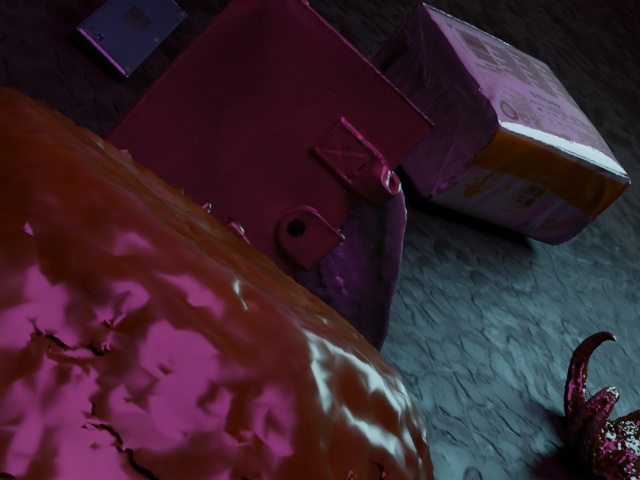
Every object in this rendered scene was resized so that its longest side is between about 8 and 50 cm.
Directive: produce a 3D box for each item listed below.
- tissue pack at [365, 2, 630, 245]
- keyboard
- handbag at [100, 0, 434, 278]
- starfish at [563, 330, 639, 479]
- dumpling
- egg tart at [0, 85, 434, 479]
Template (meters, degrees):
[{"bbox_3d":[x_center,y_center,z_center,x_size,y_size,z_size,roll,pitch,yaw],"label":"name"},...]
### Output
[{"bbox_3d":[0.168,-0.109,1.426,0.225,0.124,0.185,16,39,-46],"label":"tissue pack"},{"bbox_3d":[-0.153,-0.177,1.174,0.055,0.014,0.176,42,26,-9],"label":"keyboard"},{"bbox_3d":[-0.050,-0.041,0.896,0.157,0.212,0.059,43,2,-8],"label":"handbag"},{"bbox_3d":[0.280,0.175,1.231,0.190,0.074,0.146,43,27,-5],"label":"starfish"},{"bbox_3d":[-0.011,0.006,0.981,0.104,0.149,0.217,-20,71,-20],"label":"dumpling"},{"bbox_3d":[-0.085,0.071,0.608,0.443,0.178,0.443,37,5,-4],"label":"egg tart"}]
